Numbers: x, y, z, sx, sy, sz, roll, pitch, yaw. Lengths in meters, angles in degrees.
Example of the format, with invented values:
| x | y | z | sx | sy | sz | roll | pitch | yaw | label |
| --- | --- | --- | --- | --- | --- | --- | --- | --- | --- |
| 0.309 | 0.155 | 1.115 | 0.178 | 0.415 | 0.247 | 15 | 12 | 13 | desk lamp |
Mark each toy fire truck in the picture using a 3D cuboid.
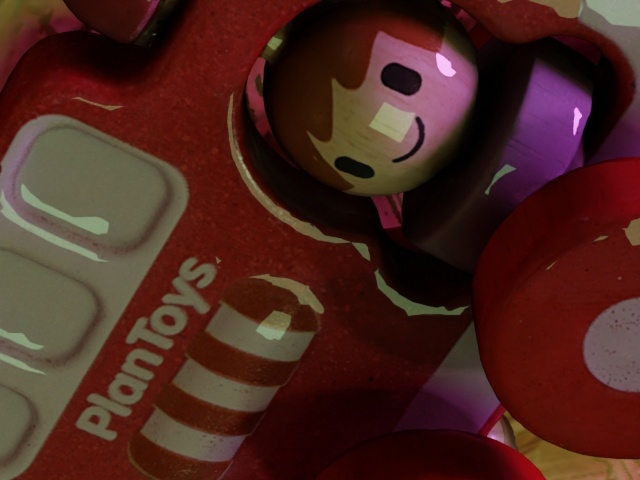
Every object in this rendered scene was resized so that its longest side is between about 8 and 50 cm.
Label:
| x | y | z | sx | sy | sz | roll | pitch | yaw | label |
| --- | --- | --- | --- | --- | --- | --- | --- | --- | --- |
| 0.000 | 0.000 | 0.599 | 0.254 | 0.169 | 0.302 | 24 | 119 | -17 | toy fire truck |

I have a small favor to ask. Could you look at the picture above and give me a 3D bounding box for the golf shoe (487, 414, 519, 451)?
| x | y | z | sx | sy | sz | roll | pitch | yaw | label |
| --- | --- | --- | --- | --- | --- | --- | --- | --- | --- |
| 0.008 | 0.136 | 0.783 | 0.186 | 0.067 | 0.086 | -42 | 133 | 17 | golf shoe |
